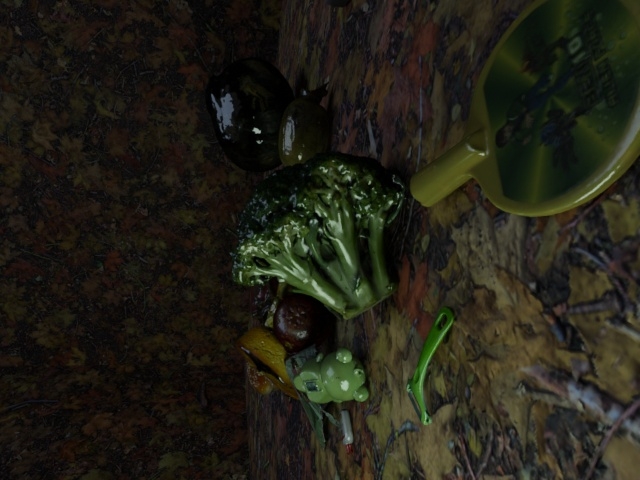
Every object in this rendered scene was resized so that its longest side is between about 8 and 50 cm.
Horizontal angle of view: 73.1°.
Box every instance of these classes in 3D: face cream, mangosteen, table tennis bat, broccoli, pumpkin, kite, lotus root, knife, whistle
[{"bbox_3d":[0.053,0.387,0.873,0.083,0.021,0.040,-101,19,-46],"label":"face cream"},{"bbox_3d":[-0.047,0.207,1.096,0.146,0.155,0.181,57,179,7],"label":"mangosteen"},{"bbox_3d":[0.187,-0.107,0.435,0.321,0.050,0.199,142,129,-66],"label":"table tennis bat"},{"bbox_3d":[0.000,0.000,0.740,0.284,0.321,0.304,58,167,12],"label":"broccoli"},{"bbox_3d":[-0.255,-0.494,1.719,0.454,0.343,0.456,-14,-90,-89],"label":"pumpkin"},{"bbox_3d":[-0.026,0.359,1.021,0.267,0.013,0.324,32,132,50],"label":"kite"},{"bbox_3d":[-0.045,-0.329,1.240,0.154,0.153,0.279,-133,53,-72],"label":"lotus root"},{"bbox_3d":[0.143,0.162,0.569,0.078,0.022,0.167,-121,36,-59],"label":"knife"},{"bbox_3d":[0.014,0.274,0.859,0.227,0.085,0.105,-33,79,50],"label":"whistle"}]

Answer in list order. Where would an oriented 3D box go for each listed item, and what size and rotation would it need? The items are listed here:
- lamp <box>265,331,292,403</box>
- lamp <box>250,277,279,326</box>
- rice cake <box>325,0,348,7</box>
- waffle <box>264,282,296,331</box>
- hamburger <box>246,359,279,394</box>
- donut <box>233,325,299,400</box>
[{"bbox_3d":[-0.125,0.406,1.411,0.118,0.118,0.254,-127,45,-70],"label":"lamp"},{"bbox_3d":[-0.166,0.180,1.526,0.274,0.176,0.177,-104,23,-54],"label":"lamp"},{"bbox_3d":[0.078,-0.613,0.970,0.365,0.072,0.056,-135,48,-75],"label":"rice cake"},{"bbox_3d":[-0.087,0.112,1.272,0.325,0.068,0.302,-74,5,-46],"label":"waffle"},{"bbox_3d":[-0.199,0.467,1.624,0.237,0.147,0.237,-178,90,-73],"label":"hamburger"},{"bbox_3d":[-0.135,0.354,1.233,0.118,0.253,0.253,-44,-1,-21],"label":"donut"}]
